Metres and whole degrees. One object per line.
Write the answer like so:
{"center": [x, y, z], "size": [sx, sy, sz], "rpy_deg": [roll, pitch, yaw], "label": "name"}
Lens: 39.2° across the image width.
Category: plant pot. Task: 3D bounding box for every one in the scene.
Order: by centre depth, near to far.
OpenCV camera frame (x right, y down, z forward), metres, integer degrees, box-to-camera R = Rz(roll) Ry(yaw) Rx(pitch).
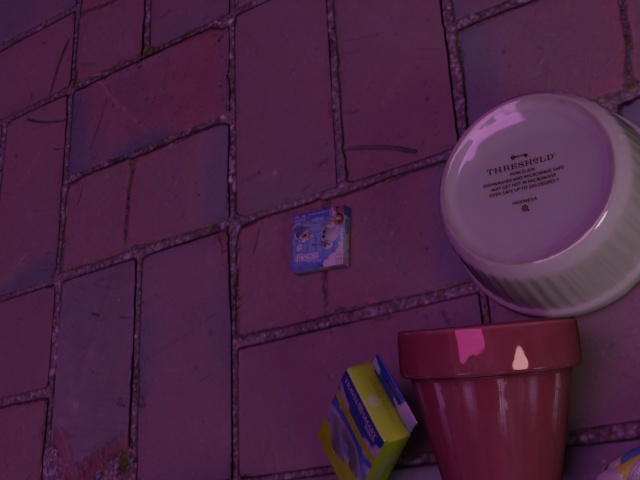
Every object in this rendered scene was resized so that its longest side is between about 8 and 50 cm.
{"center": [0.193, 0.181, 0.997], "size": [0.201, 0.201, 0.180], "rpy_deg": [-10, 83, 32], "label": "plant pot"}

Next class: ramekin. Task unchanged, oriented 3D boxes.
{"center": [0.264, -0.051, 1.063], "size": [0.273, 0.127, 0.272], "rpy_deg": [-13, 66, 31], "label": "ramekin"}

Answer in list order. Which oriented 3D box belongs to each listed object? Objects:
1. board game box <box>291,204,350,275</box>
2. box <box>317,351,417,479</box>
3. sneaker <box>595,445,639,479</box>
{"center": [0.000, 0.000, 1.297], "size": [0.090, 0.020, 0.090], "rpy_deg": [-12, 67, 31], "label": "board game box"}
{"center": [0.053, 0.232, 1.095], "size": [0.109, 0.042, 0.178], "rpy_deg": [60, 148, 34], "label": "box"}
{"center": [0.396, 0.200, 0.918], "size": [0.240, 0.091, 0.126], "rpy_deg": [-26, 29, 37], "label": "sneaker"}
